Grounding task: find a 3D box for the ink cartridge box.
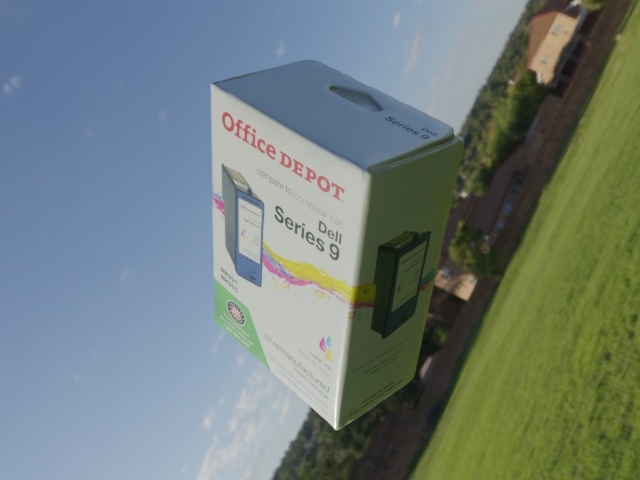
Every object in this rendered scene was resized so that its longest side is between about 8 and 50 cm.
[{"bbox_3d":[0.000,0.000,0.496,0.093,0.154,0.213,-23,-46,-37],"label":"ink cartridge box"}]
